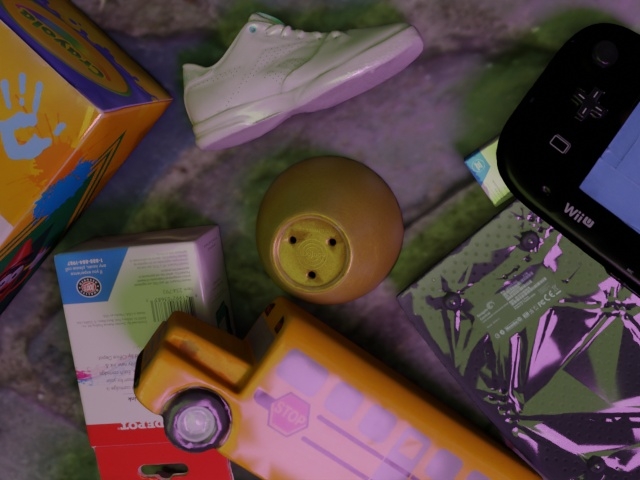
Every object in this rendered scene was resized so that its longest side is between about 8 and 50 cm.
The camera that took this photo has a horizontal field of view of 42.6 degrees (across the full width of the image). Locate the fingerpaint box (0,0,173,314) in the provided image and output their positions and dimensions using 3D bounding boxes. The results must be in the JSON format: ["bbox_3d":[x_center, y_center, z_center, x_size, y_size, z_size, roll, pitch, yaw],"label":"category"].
[{"bbox_3d":[-0.420,-0.132,0.709,0.445,0.163,0.371,42,107,-1],"label":"fingerpaint box"}]

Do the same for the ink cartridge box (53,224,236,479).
[{"bbox_3d":[-0.148,0.110,0.758,0.134,0.078,0.231,-5,101,10],"label":"ink cartridge box"}]

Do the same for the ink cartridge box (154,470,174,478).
[{"bbox_3d":[-0.010,0.409,0.754,0.394,0.166,0.286,11,104,7],"label":"ink cartridge box"}]

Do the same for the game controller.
[{"bbox_3d":[0.291,-0.024,0.637,0.319,0.067,0.166,37,73,1],"label":"game controller"}]

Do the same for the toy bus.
[{"bbox_3d":[0.014,0.156,0.679,0.332,0.108,0.130,35,91,-13],"label":"toy bus"}]

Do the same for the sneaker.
[{"bbox_3d":[-0.024,-0.152,0.684,0.212,0.080,0.094,-19,87,15],"label":"sneaker"}]

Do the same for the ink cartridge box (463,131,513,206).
[{"bbox_3d":[0.168,-0.072,0.686,0.083,0.028,0.048,-35,95,15],"label":"ink cartridge box"}]

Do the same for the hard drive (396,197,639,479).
[{"bbox_3d":[0.206,0.091,0.703,0.172,0.054,0.255,-41,93,16],"label":"hard drive"}]

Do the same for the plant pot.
[{"bbox_3d":[0.000,0.000,0.698,0.134,0.095,0.134,2,102,10],"label":"plant pot"}]
